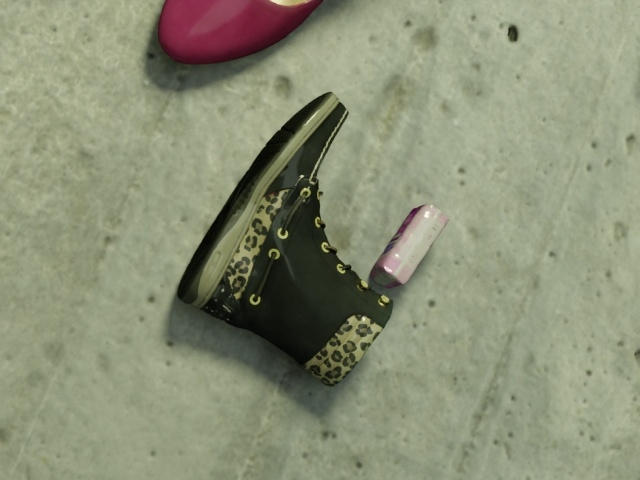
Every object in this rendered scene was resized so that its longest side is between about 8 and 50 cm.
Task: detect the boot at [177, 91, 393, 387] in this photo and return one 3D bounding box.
[{"bbox_3d":[-0.001,0.001,1.521,0.178,0.085,0.236,35,82,-12],"label":"boot"}]

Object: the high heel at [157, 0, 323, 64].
[{"bbox_3d":[0.007,-0.301,1.506,0.377,0.181,0.127,-45,97,-17],"label":"high heel"}]

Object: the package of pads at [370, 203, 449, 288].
[{"bbox_3d":[0.084,0.006,1.562,0.032,0.050,0.083,38,75,-9],"label":"package of pads"}]
